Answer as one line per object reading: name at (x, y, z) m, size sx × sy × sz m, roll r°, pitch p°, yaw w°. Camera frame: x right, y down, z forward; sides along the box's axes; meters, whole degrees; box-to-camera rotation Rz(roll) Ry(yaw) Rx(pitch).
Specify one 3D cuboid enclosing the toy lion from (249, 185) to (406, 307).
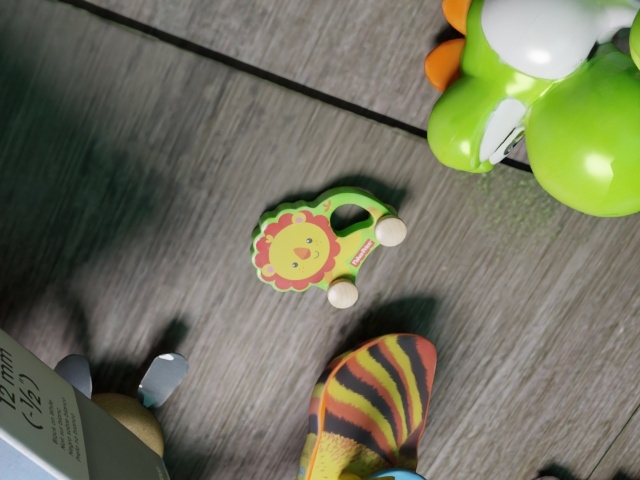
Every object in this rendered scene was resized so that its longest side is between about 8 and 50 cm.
toy lion at (0.000, 0.000, 0.788) m, size 0.096 × 0.034 × 0.100 m, roll 31°, pitch 106°, yaw -23°

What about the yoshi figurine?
yoshi figurine at (0.231, -0.160, 0.676) m, size 0.204 × 0.203 × 0.362 m, roll 26°, pitch 112°, yaw -36°

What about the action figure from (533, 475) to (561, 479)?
action figure at (0.298, 0.369, 0.974) m, size 0.370 × 0.248 × 0.275 m, roll -36°, pitch 125°, yaw 8°

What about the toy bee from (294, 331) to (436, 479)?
toy bee at (0.011, 0.216, 0.802) m, size 0.162 × 0.298 × 0.195 m, roll 3°, pitch 150°, yaw -10°

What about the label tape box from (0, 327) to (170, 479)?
label tape box at (-0.274, 0.131, 0.543) m, size 0.249 × 0.115 × 0.347 m, roll -38°, pitch 122°, yaw 5°

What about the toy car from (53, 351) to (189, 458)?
toy car at (-0.155, 0.173, 0.780) m, size 0.155 × 0.149 × 0.188 m, roll 2°, pitch 107°, yaw -33°
